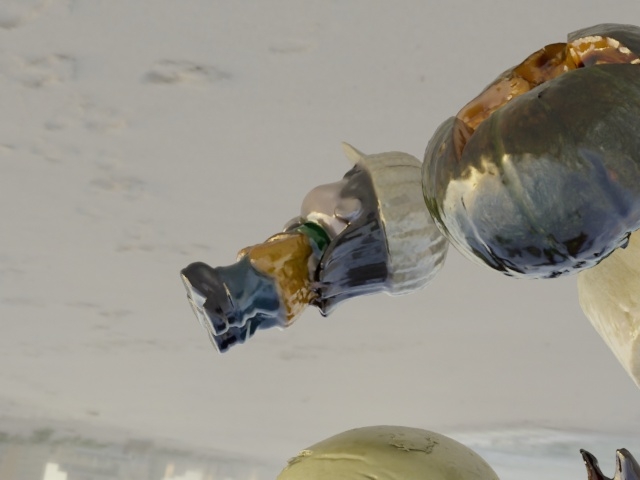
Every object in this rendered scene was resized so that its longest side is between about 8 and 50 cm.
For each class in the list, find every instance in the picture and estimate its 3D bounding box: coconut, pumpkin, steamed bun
[{"bbox_3d":[0.463,0.060,1.209,0.328,0.329,0.329,9,168,2],"label":"coconut"},{"bbox_3d":[0.195,-0.065,0.827,0.159,0.238,0.238,56,156,-8],"label":"pumpkin"},{"bbox_3d":[0.074,0.285,1.155,0.272,0.166,0.232,-8,160,30],"label":"steamed bun"}]

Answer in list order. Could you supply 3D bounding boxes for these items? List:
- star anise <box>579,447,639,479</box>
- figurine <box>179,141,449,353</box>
[{"bbox_3d":[0.249,0.282,0.784,0.102,0.272,0.272,1,167,3],"label":"star anise"},{"bbox_3d":[0.013,0.025,1.227,0.204,0.332,0.185,40,158,17],"label":"figurine"}]
